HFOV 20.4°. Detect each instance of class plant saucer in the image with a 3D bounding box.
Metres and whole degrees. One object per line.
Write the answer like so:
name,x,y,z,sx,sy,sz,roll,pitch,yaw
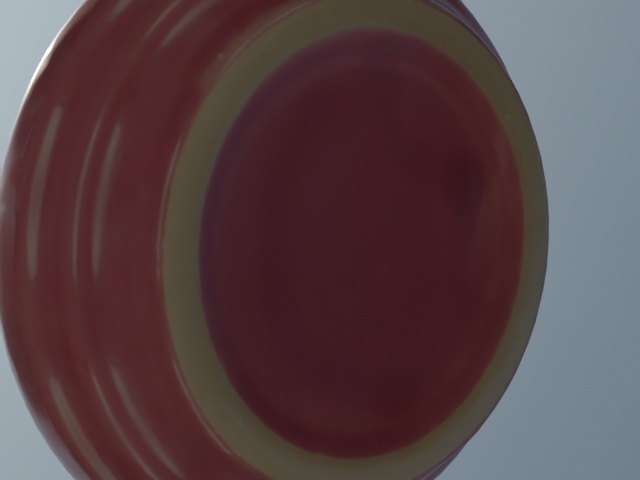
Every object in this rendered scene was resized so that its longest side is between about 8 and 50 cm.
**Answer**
plant saucer,0.000,0.000,0.892,0.084,0.332,0.332,6,-96,51
